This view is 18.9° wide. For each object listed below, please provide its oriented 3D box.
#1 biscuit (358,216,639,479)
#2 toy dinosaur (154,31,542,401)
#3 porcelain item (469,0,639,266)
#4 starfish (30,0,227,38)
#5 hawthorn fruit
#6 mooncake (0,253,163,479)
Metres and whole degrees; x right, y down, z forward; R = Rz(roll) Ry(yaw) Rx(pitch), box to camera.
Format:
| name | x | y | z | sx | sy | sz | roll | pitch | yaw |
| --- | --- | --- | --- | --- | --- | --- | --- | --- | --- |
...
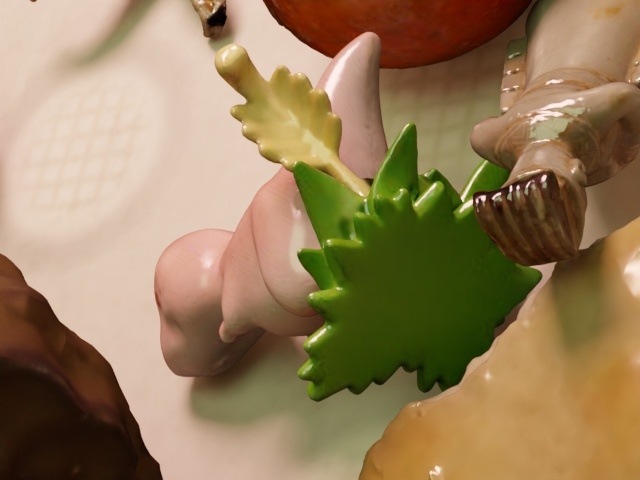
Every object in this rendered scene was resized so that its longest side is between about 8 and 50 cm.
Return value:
| name | x | y | z | sx | sy | sz | roll | pitch | yaw |
| --- | --- | --- | --- | --- | --- | --- | --- | --- | --- |
| biscuit | 0.217 | 0.107 | 0.676 | 0.429 | 0.104 | 0.446 | -30 | 48 | 16 |
| toy dinosaur | 0.006 | -0.002 | 0.897 | 0.177 | 0.152 | 0.194 | 32 | 122 | 46 |
| porcelain item | 0.109 | -0.052 | 0.828 | 0.084 | 0.054 | 0.213 | -19 | 24 | 26 |
| starfish | -0.087 | -0.212 | 1.137 | 0.238 | 0.057 | 0.213 | 30 | 73 | 39 |
| hawthorn fruit | 0.041 | -0.169 | 0.942 | 0.173 | 0.173 | 0.173 | -18 | 52 | 25 |
| mooncake | -0.228 | 0.133 | 0.814 | 0.324 | 0.324 | 0.187 | -51 | 39 | -4 |
